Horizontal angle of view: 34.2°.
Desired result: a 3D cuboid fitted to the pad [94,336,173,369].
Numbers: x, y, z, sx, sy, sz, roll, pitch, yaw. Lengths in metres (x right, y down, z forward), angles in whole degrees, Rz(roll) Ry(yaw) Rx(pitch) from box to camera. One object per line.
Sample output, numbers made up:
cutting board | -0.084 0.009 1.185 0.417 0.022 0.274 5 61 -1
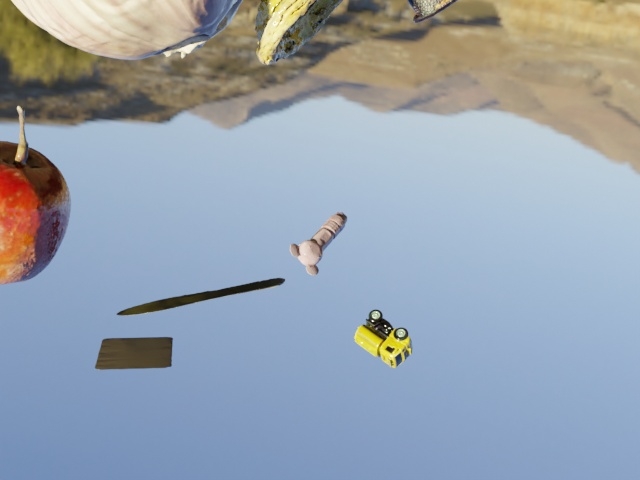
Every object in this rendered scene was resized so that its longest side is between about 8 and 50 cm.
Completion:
pad | -0.282 0.171 1.583 0.112 0.003 0.157 -1 -169 -7

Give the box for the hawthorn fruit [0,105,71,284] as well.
hawthorn fruit | -0.509 -0.045 1.682 0.263 0.231 0.235 -14 165 20

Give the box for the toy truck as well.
toy truck | 0.097 0.150 1.554 0.083 0.054 0.049 34 158 27

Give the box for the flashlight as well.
flashlight | 0.000 0.000 1.370 0.031 0.052 0.110 -34 -170 49

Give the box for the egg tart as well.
egg tart | -0.040 -0.457 1.955 0.107 0.291 0.291 43 -166 1

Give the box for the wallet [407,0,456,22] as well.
wallet | 0.177 -0.445 1.383 0.262 0.221 0.071 -31 -161 18

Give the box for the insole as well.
insole | -0.222 0.105 1.919 0.322 0.007 0.109 -11 -170 4

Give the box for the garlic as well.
garlic | -0.207 -0.338 1.208 0.317 0.259 0.317 -33 -167 8
